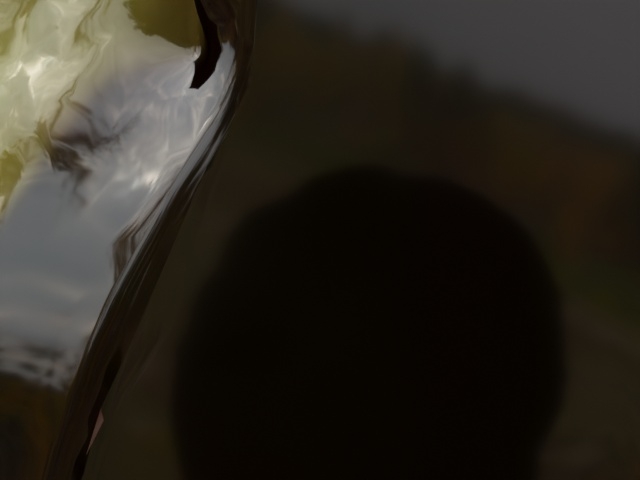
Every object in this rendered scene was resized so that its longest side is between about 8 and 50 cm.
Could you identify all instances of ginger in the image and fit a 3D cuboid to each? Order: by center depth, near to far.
[{"bbox_3d":[0.000,0.000,0.537,0.413,0.358,0.211,4,5,-36],"label":"ginger"}]
